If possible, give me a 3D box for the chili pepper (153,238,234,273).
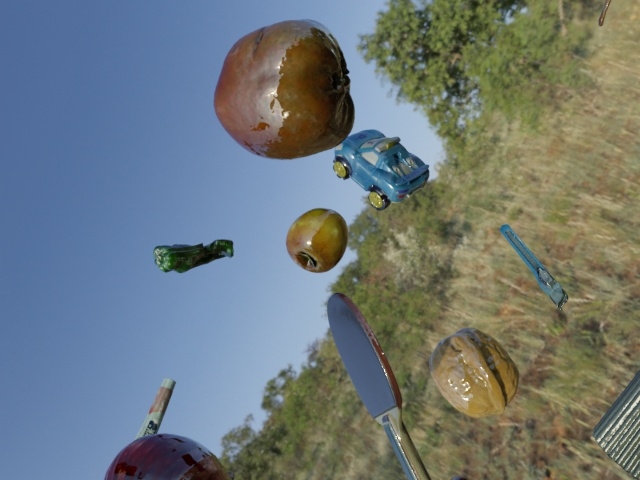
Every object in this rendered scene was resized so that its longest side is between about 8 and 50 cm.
[{"bbox_3d":[-0.350,0.042,1.463,0.099,0.083,0.253,-23,-8,41],"label":"chili pepper"}]

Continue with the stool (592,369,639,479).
[{"bbox_3d":[0.982,0.491,1.448,0.330,0.297,0.297,-67,-13,15],"label":"stool"}]

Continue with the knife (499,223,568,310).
[{"bbox_3d":[0.593,0.066,1.465,0.044,0.296,0.026,-40,-34,16],"label":"knife"}]

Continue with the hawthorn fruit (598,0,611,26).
[{"bbox_3d":[0.313,-0.294,0.442,0.204,0.162,0.163,-28,4,26],"label":"hawthorn fruit"}]

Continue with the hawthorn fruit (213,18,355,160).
[{"bbox_3d":[-0.085,-0.290,1.058,0.268,0.301,0.267,-8,-90,-66],"label":"hawthorn fruit"}]

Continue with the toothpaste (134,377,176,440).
[{"bbox_3d":[-0.424,0.455,1.334,0.036,0.056,0.205,-31,35,51],"label":"toothpaste"}]

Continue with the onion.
[{"bbox_3d":[-0.224,0.442,0.862,0.285,0.273,0.273,-11,-52,-51],"label":"onion"}]

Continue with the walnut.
[{"bbox_3d":[0.443,0.380,1.502,0.225,0.257,0.257,-26,-24,-13],"label":"walnut"}]

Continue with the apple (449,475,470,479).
[{"bbox_3d":[0.364,0.730,1.329,0.234,0.234,0.234,-58,-14,-23],"label":"apple"}]

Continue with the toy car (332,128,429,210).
[{"bbox_3d":[0.178,-0.241,1.581,0.198,0.314,0.166,-30,-30,-29],"label":"toy car"}]

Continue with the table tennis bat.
[{"bbox_3d":[0.071,0.189,0.637,0.021,0.274,0.154,-20,-20,-17],"label":"table tennis bat"}]

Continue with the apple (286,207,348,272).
[{"bbox_3d":[0.000,0.000,0.901,0.102,0.099,0.114,-59,-31,-33],"label":"apple"}]
